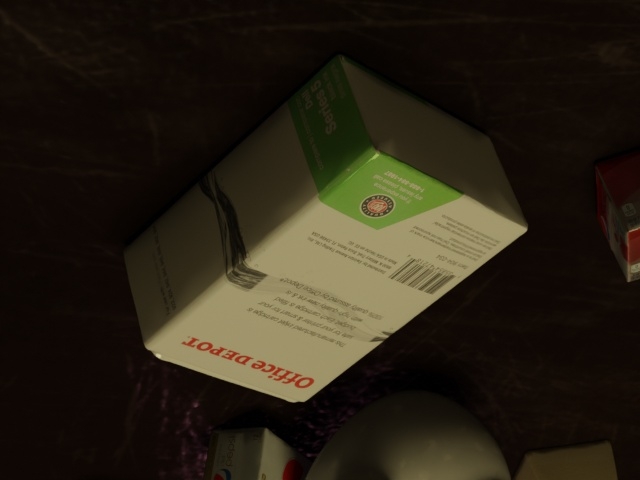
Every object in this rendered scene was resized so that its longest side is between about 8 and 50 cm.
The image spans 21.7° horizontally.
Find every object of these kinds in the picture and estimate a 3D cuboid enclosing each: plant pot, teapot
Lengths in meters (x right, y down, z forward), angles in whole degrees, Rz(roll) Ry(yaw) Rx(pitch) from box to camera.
[{"bbox_3d":[0.289,0.306,1.931,0.109,0.096,0.109,-6,142,-18],"label":"plant pot"},{"bbox_3d":[0.113,0.288,1.690,0.256,0.187,0.252,-30,135,-32],"label":"teapot"}]

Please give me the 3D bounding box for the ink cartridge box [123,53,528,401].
[{"bbox_3d":[0.000,0.000,1.385,0.273,0.114,0.198,-39,139,26],"label":"ink cartridge box"}]

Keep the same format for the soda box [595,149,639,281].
[{"bbox_3d":[0.386,-0.055,1.510,0.263,0.083,0.092,-18,145,-2],"label":"soda box"}]

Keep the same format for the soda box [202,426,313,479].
[{"bbox_3d":[-0.040,0.266,1.739,0.069,0.073,0.216,-6,151,26],"label":"soda box"}]
